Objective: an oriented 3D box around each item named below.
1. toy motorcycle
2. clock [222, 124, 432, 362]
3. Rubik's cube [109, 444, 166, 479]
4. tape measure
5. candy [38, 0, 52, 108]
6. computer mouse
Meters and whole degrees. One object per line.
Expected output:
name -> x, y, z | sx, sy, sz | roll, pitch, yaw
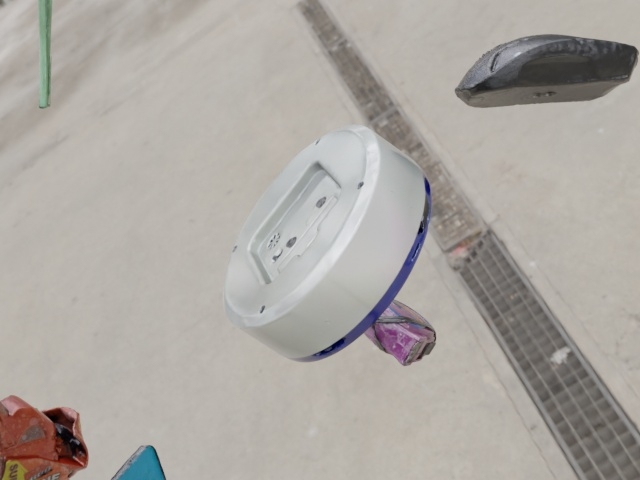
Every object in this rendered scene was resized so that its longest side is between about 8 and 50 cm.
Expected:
toy motorcycle -> -0.373, 0.245, 0.976 | 0.089, 0.298, 0.171 | 28, 72, 37
clock -> 0.000, 0.000, 0.814 | 0.230, 0.083, 0.230 | -39, 33, 31
Rubik's cube -> -0.163, 0.376, 0.709 | 0.284, 0.234, 0.250 | -65, -16, 12
tape measure -> 0.120, 0.143, 1.329 | 0.118, 0.125, 0.074 | 37, 102, 26
candy -> -0.384, -0.346, 1.171 | 0.092, 0.335, 0.093 | 26, 27, 36
computer mouse -> 0.265, -0.204, 0.997 | 0.217, 0.073, 0.122 | -4, -2, -9
